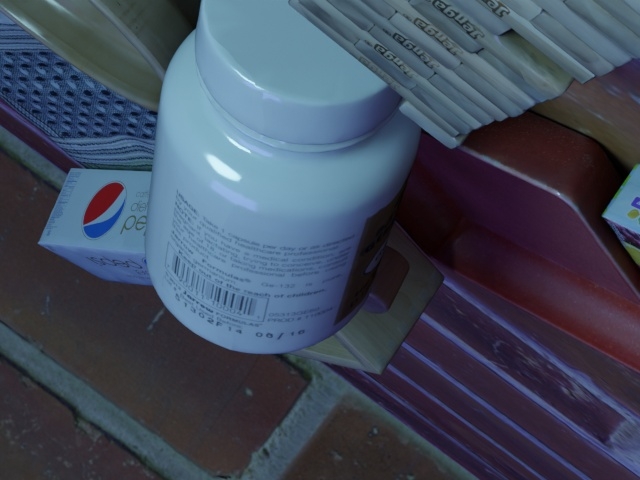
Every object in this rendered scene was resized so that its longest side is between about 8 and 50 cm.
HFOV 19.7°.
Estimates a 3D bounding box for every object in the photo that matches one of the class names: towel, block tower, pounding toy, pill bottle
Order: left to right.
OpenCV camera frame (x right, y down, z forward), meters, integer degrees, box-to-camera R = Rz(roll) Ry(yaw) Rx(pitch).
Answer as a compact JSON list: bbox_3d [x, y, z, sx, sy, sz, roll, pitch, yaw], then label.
[{"bbox_3d":[-0.122,-0.101,1.276,0.324,0.056,0.312,8,155,37],"label":"towel"},{"bbox_3d":[-0.018,-0.048,0.931,0.131,0.131,0.229,36,151,12],"label":"pill bottle"},{"bbox_3d":[-0.002,-0.005,1.174,0.206,0.094,0.181,8,148,52],"label":"pounding toy"},{"bbox_3d":[0.072,-0.109,0.602,0.097,0.091,0.335,39,171,-4],"label":"block tower"}]

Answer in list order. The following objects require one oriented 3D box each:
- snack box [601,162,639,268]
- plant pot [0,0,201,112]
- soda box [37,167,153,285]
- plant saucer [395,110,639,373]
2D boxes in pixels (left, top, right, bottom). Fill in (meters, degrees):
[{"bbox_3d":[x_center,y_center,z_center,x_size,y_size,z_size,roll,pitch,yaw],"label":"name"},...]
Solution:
[{"bbox_3d":[0.215,0.024,0.900,0.141,0.037,0.100,29,169,42],"label":"snack box"},{"bbox_3d":[-0.138,-0.183,0.996,0.237,0.110,0.237,35,171,6],"label":"plant pot"},{"bbox_3d":[-0.115,-0.007,1.376,0.074,0.069,0.216,33,162,-37],"label":"soda box"},{"bbox_3d":[0.110,-0.020,1.068,0.259,0.048,0.258,29,168,42],"label":"plant saucer"}]
